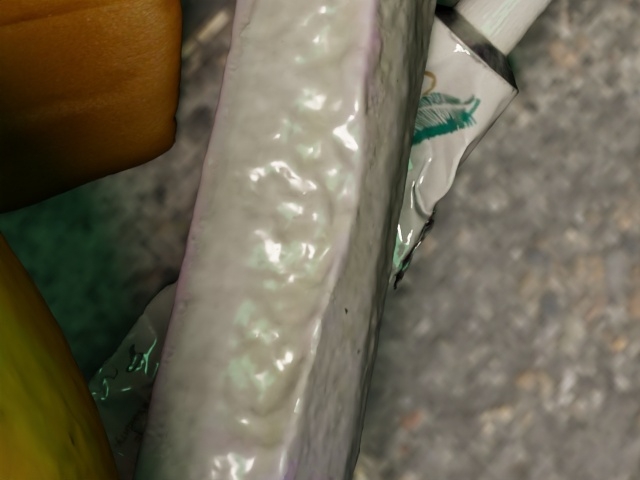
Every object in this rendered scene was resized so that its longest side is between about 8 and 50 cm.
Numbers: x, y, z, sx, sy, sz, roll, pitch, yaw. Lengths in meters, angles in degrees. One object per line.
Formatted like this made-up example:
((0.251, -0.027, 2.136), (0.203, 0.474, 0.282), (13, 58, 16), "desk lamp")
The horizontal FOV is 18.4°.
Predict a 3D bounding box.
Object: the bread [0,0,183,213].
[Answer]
((-0.087, -0.082, 0.607), (0.088, 0.226, 0.049), (-16, 68, -14), "bread")

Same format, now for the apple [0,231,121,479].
((-0.233, 0.110, 0.478), (0.384, 0.374, 0.374), (-29, 97, -22), "apple")

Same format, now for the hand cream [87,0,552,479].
((-0.001, 0.000, 0.719), (0.084, 0.050, 0.257), (36, 84, -9), "hand cream")

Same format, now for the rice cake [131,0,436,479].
((-0.023, 0.056, 0.643), (0.064, 0.070, 0.399), (6, 75, 20), "rice cake")
